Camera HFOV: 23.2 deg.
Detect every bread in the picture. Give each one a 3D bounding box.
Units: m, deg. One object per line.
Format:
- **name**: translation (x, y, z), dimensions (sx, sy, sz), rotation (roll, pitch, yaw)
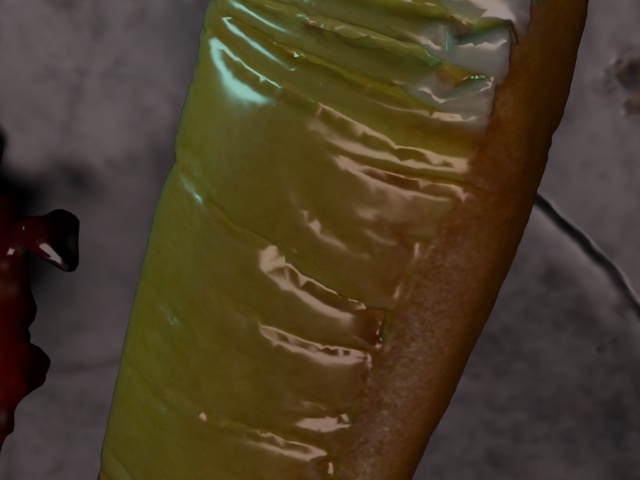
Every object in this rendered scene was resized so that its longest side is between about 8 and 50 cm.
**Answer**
- **bread**: translation (0.000, 0.000, 0.543), dimensions (0.119, 0.152, 0.288), rotation (17, 121, 1)

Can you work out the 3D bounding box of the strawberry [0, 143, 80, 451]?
- **strawberry**: translation (-0.231, 0.033, 0.593), dimensions (0.234, 0.234, 0.178), rotation (46, 146, -21)
